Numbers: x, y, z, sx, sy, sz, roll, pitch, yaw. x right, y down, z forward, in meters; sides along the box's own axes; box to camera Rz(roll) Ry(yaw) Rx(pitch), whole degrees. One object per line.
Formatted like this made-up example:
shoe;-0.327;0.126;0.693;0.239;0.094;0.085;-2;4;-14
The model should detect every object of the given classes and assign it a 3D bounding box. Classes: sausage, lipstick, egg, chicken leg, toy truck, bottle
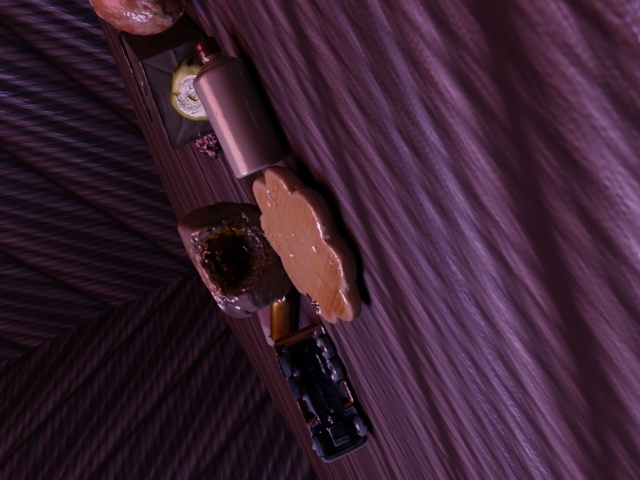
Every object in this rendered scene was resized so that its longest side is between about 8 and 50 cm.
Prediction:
sausage;-0.099;0.181;1.873;0.082;0.082;0.371;58;164;21
lipstick;-0.147;0.201;2.088;0.070;0.070;0.254;50;160;43
egg;-0.349;-0.489;1.373;0.233;0.194;0.195;60;165;23
chicken leg;-0.303;-0.299;1.825;0.093;0.053;0.205;-5;119;50
toy truck;-0.005;0.354;1.727;0.162;0.136;0.305;-177;64;-82
bottle;-0.153;-0.238;1.280;0.245;0.104;0.104;66;166;-9

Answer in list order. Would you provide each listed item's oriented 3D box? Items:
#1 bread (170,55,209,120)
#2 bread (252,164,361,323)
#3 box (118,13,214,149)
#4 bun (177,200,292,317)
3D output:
bread;-0.240;-0.307;1.461;0.071;0.130;0.139;-69;-21;-46
bread;-0.023;0.006;1.294;0.316;0.054;0.316;50;157;30
box;-0.314;-0.344;1.567;0.149;0.155;0.231;51;160;42
bun;-0.175;0.030;1.620;0.281;0.204;0.281;54;163;25
